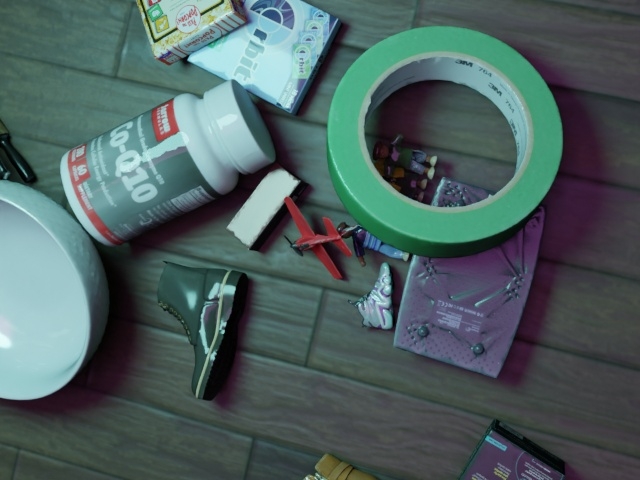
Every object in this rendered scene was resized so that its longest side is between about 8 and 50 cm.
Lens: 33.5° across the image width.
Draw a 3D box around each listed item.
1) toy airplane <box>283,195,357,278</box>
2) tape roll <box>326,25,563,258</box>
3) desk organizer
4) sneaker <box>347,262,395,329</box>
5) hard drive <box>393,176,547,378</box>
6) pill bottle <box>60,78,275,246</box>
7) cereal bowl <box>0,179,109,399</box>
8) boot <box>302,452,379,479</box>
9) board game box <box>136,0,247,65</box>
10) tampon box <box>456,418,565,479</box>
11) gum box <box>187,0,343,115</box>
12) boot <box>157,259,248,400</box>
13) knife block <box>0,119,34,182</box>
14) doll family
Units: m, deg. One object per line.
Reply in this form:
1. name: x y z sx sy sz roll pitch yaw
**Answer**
1. toy airplane: 0.000 0.000 1.541 0.151 0.151 0.028 40 54 10
2. tape roll: 0.168 -0.138 1.471 0.321 0.077 0.321 0 73 -1
3. desk organizer: -0.081 -0.050 1.594 0.050 0.047 0.130 39 97 13
4. sneaker: 0.073 0.082 1.562 0.069 0.038 0.098 -1 88 12
5. hard drive: 0.215 0.052 1.524 0.171 0.054 0.255 16 92 12
6. pill bottle: -0.222 -0.117 1.567 0.283 0.161 0.161 -25 84 11
7. cereal bowl: -0.461 0.061 1.602 0.338 0.141 0.339 7 113 16
8. boot: 0.015 0.412 1.525 0.152 0.073 0.197 33 56 18
9. board game box: -0.208 -0.383 1.600 0.146 0.045 0.194 -25 73 19
10. tampon box: 0.250 0.354 1.486 0.120 0.101 0.161 32 96 12
11. gum box: -0.084 -0.298 1.601 0.184 0.041 0.157 28 94 11
12. boot: -0.197 0.133 1.610 0.137 0.077 0.198 12 78 17
13. knife block: -0.563 -0.180 1.694 0.088 0.242 0.276 -38 37 8
14. doll family: 0.091 -0.057 1.536 0.111 0.076 0.193 14 81 -7
